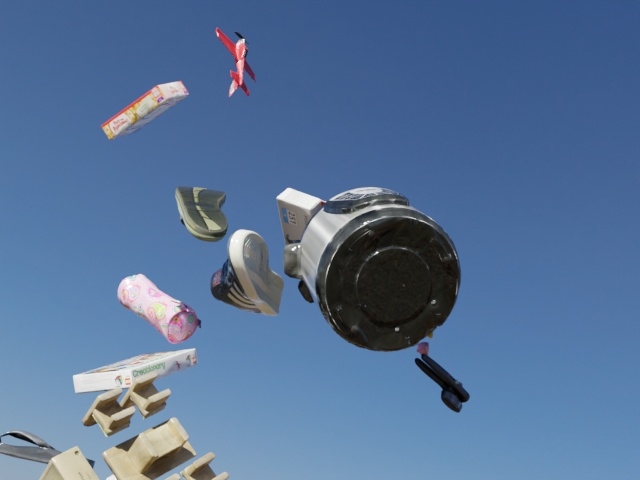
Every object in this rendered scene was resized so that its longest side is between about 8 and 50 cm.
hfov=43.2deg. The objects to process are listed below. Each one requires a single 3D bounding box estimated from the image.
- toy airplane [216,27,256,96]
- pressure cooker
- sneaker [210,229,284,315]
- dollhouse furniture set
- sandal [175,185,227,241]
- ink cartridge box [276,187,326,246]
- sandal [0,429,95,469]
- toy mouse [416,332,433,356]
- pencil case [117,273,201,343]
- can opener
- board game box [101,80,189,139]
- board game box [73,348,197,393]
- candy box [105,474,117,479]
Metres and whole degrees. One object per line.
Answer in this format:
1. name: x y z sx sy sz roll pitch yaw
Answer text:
1. toy airplane: -0.159 -0.343 1.571 0.028 0.151 0.151 -10 -33 24
2. pressure cooker: 0.125 0.059 2.078 0.370 0.375 0.420 42 2 -16
3. sneaker: -0.188 0.081 1.816 0.148 0.131 0.350 5 -26 12
4. dollhouse furniture set: -0.309 0.363 1.246 0.212 0.242 0.161 50 -53 17
5. sandal: -0.279 -0.055 1.863 0.120 0.303 0.086 8 -67 -12
6. ink cartridge box: 0.000 0.000 2.547 0.261 0.066 0.296 20 -43 32
7. sandal: -0.604 0.446 1.734 0.254 0.054 0.097 11 -21 2
8. toy mouse: 0.287 0.273 2.300 0.031 0.161 0.143 6 -26 -8
9. pencil case: -0.483 0.199 2.410 0.284 0.124 0.124 26 -13 39
10. can opener: 0.323 0.366 2.129 0.059 0.073 0.186 -36 -79 26
11. board game box: -0.446 -0.333 2.072 0.193 0.147 0.045 -30 -84 19
12. board game box: -0.502 0.357 2.228 0.193 0.053 0.305 -9 0 24
13. candy box: -0.431 0.627 1.758 0.070 0.196 0.165 -36 -74 30
